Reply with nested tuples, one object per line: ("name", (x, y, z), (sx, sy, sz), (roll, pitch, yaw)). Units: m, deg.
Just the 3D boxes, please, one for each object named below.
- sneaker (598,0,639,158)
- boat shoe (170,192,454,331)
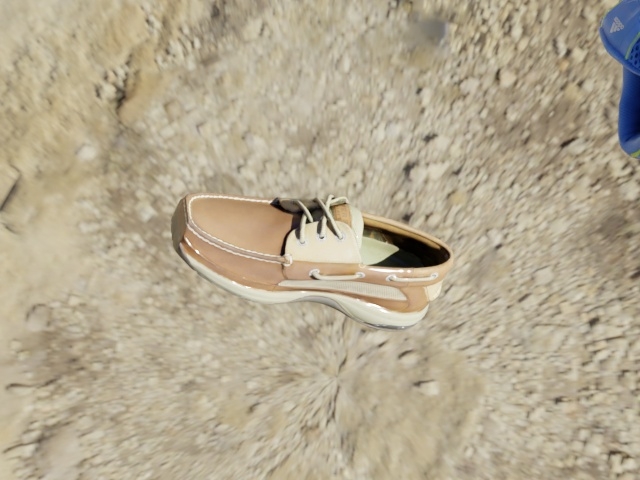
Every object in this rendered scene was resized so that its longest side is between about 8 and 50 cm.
("sneaker", (0.211, -0.121, 0.663), (0.126, 0.091, 0.240), (-2, 129, -14))
("boat shoe", (0.000, 0.000, 1.481), (0.324, 0.120, 0.123), (14, 44, -30))
